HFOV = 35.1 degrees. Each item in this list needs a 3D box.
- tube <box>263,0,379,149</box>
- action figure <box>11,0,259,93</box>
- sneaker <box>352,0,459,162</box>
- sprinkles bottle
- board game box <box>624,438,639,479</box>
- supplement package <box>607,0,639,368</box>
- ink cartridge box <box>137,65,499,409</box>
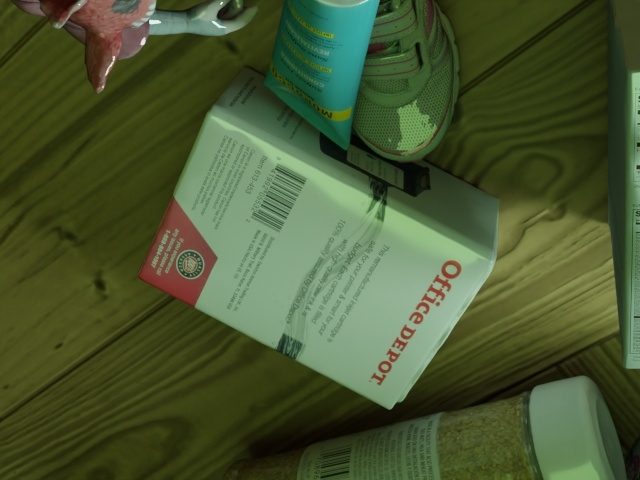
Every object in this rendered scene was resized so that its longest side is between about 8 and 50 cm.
[{"bbox_3d":[0.000,-0.123,0.655,0.080,0.052,0.207,44,164,8],"label":"tube"},{"bbox_3d":[-0.139,-0.237,0.546,0.275,0.370,0.248,10,138,-16],"label":"action figure"},{"bbox_3d":[0.030,-0.162,0.702,0.102,0.111,0.252,-10,117,18],"label":"sneaker"},{"bbox_3d":[0.084,0.218,0.903,0.355,0.121,0.121,-18,114,22],"label":"sprinkles bottle"},{"bbox_3d":[0.291,0.267,0.822,0.097,0.224,0.303,21,122,2],"label":"board game box"},{"bbox_3d":[0.267,-0.053,0.661,0.149,0.194,0.203,-1,119,13],"label":"supplement package"},{"bbox_3d":[0.000,0.000,0.809,0.237,0.100,0.172,27,122,-2],"label":"ink cartridge box"}]
